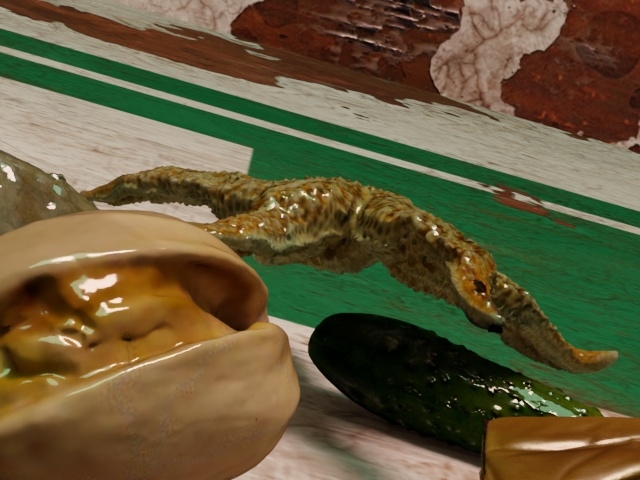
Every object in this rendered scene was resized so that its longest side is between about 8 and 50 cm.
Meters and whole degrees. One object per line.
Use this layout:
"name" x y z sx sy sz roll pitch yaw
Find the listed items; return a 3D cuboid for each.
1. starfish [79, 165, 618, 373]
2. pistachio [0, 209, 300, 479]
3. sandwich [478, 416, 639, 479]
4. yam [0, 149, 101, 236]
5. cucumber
"starfish" -0.001 -0.003 1.176 0.358 0.078 0.347 19 2 18
"pistachio" -0.109 0.062 0.950 0.157 0.157 0.229 24 16 33
"sandwich" 0.160 0.146 0.974 0.163 0.079 0.113 2 20 6
"yam" -0.281 -0.025 1.165 0.330 0.133 0.133 16 11 -21
"cucumber" 0.099 0.102 1.225 0.227 0.069 0.069 21 12 12
